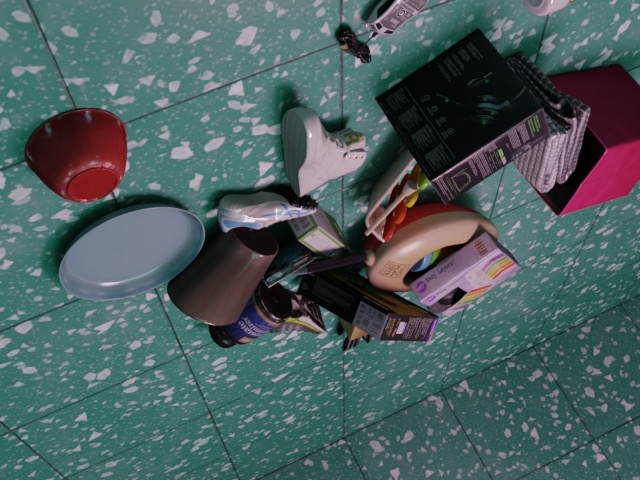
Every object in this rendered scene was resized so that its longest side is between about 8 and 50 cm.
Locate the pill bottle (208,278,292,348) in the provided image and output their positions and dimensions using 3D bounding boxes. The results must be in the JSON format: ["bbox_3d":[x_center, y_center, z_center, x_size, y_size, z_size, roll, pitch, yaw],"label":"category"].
[{"bbox_3d":[-0.187,0.197,2.143,0.219,0.123,0.122,-33,154,33],"label":"pill bottle"}]

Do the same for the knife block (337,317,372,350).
[{"bbox_3d":[0.106,0.247,2.552,0.242,0.088,0.275,-40,151,19],"label":"knife block"}]

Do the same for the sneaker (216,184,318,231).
[{"bbox_3d":[-0.118,-0.066,1.823,0.237,0.085,0.086,-6,132,-26],"label":"sneaker"}]

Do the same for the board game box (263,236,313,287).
[{"bbox_3d":[-0.080,0.043,1.978,0.126,0.026,0.186,-32,-164,5],"label":"board game box"}]

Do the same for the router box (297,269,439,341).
[{"bbox_3d":[0.128,0.173,2.221,0.243,0.309,0.081,10,104,-51],"label":"router box"}]

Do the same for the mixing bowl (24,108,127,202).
[{"bbox_3d":[-0.412,-0.131,1.435,0.181,0.098,0.181,-21,151,-13],"label":"mixing bowl"}]

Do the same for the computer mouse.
[{"bbox_3d":[0.119,-0.412,1.524,0.193,0.042,0.106,-37,147,26],"label":"computer mouse"}]

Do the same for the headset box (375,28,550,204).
[{"bbox_3d":[0.304,-0.264,1.720,0.283,0.246,0.131,-35,151,8],"label":"headset box"}]

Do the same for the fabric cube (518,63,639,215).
[{"bbox_3d":[0.673,-0.254,2.071,0.258,0.254,0.259,-15,149,-28],"label":"fabric cube"}]

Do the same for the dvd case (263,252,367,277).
[{"bbox_3d":[-0.028,0.063,2.044,0.180,0.022,0.253,-12,-178,-35],"label":"dvd case"}]

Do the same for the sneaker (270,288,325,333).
[{"bbox_3d":[-0.089,0.211,2.319,0.121,0.111,0.300,-26,151,23],"label":"sneaker"}]

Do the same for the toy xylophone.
[{"bbox_3d":[0.195,-0.119,1.924,0.081,0.236,0.323,29,137,-11],"label":"toy xylophone"}]

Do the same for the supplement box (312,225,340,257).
[{"bbox_3d":[0.000,0.000,2.097,0.062,0.036,0.098,-4,144,-38],"label":"supplement box"}]

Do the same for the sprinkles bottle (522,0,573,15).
[{"bbox_3d":[0.563,-0.554,1.609,0.355,0.121,0.121,-23,152,-11],"label":"sprinkles bottle"}]

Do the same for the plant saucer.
[{"bbox_3d":[-0.402,0.019,1.752,0.317,0.044,0.318,-23,151,-13],"label":"plant saucer"}]

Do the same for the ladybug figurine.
[{"bbox_3d":[0.285,0.007,2.239,0.449,0.162,0.305,-4,144,-40],"label":"ladybug figurine"}]

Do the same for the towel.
[{"bbox_3d":[0.495,-0.272,1.896,0.121,0.235,0.284,-29,153,-7],"label":"towel"}]

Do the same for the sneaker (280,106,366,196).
[{"bbox_3d":[0.014,-0.209,1.705,0.169,0.108,0.292,-25,162,-12],"label":"sneaker"}]

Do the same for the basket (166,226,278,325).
[{"bbox_3d":[-0.210,0.066,1.899,0.204,0.154,0.227,15,126,-40],"label":"basket"}]

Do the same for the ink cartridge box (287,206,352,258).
[{"bbox_3d":[-0.008,-0.026,1.970,0.062,0.109,0.209,-35,152,11],"label":"ink cartridge box"}]

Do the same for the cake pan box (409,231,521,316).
[{"bbox_3d":[0.395,0.100,2.252,0.267,0.070,0.245,-36,150,14],"label":"cake pan box"}]
